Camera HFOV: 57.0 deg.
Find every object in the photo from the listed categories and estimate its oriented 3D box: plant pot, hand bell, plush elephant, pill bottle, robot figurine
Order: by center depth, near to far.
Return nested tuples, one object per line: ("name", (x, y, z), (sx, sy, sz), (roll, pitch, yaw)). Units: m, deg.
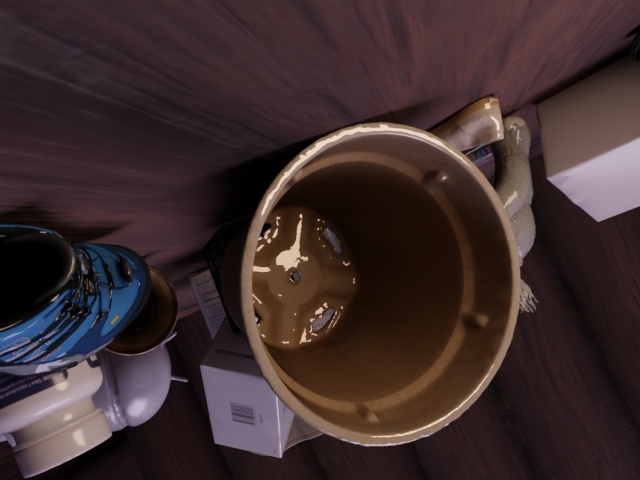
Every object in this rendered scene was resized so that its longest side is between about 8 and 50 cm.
("pill bottle", (-0.277, 0.121, 0.568), (0.112, 0.186, 0.112), (-24, 176, -2))
("plant pot", (0.015, 0.048, 0.747), (0.334, 0.333, 0.305), (-23, -172, -23))
("hand bell", (-0.314, 0.100, 0.904), (0.126, 0.126, 0.242), (-22, -173, -29))
("plush elephant", (0.211, -0.034, 0.993), (0.256, 0.329, 0.272), (10, 145, -25))
("robot figurine", (-0.419, 0.242, 1.030), (0.354, 0.199, 0.299), (-10, 139, -12))

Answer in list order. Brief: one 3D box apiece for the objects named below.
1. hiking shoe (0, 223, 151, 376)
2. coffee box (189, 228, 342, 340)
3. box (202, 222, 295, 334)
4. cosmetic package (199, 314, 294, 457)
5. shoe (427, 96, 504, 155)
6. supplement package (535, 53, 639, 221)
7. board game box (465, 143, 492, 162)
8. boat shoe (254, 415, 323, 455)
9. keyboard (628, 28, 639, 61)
("hiking shoe", (-0.217, 0.046, 0.459), (0.132, 0.113, 0.304), (-25, 176, 21))
("coffee box", (-0.048, 0.159, 1.409), (0.339, 0.334, 0.338), (-23, 178, 11))
("box", (-0.113, 0.060, 0.955), (0.093, 0.158, 0.156), (-20, 176, -22))
("cosmetic package", (-0.109, 0.233, 1.096), (0.138, 0.223, 0.224), (9, -142, 12))
("shoe", (0.173, -0.130, 0.850), (0.077, 0.058, 0.219), (-21, 175, -36))
("supplement package", (0.533, -0.187, 0.958), (0.178, 0.175, 0.293), (29, 141, -33))
("board game box", (0.377, -0.199, 1.412), (0.104, 0.026, 0.154), (-24, 176, 12))
("boat shoe", (-0.067, 0.404, 1.342), (0.324, 0.116, 0.097), (-31, 170, 37))
("keyboard", (0.493, -0.300, 0.788), (0.192, 0.038, 0.100), (-23, 153, -3))
